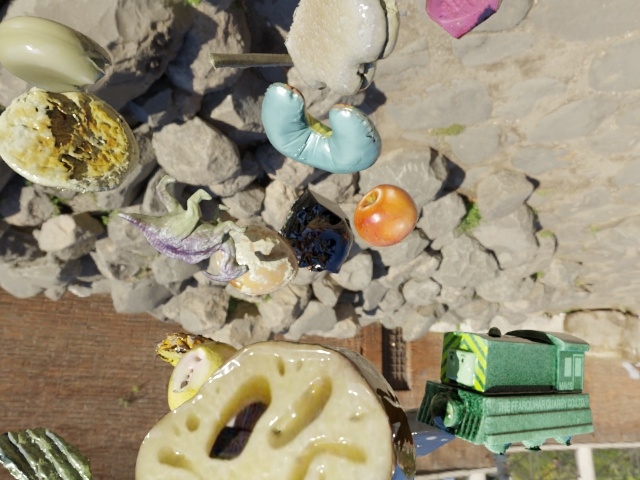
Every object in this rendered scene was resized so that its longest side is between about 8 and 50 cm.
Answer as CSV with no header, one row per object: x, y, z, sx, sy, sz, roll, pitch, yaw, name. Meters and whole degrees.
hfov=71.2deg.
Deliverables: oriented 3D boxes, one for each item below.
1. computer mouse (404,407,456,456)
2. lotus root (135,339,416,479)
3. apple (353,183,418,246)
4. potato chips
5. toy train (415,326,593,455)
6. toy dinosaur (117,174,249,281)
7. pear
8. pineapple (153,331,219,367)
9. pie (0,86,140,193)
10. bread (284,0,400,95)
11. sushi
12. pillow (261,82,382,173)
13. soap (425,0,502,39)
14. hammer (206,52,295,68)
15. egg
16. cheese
0.271,0.544,1.283,0.170,0.100,0.269,9,140,-13,computer mouse
-0.066,0.311,0.544,0.374,0.391,0.111,10,165,22,lotus root
0.160,-0.064,1.120,0.163,0.164,0.139,-12,141,41,apple
-0.439,0.352,0.710,0.207,0.092,0.028,32,149,17,potato chips
0.304,0.229,0.718,0.330,0.178,0.138,11,172,-32,toy train
-0.274,-0.024,0.978,0.294,0.162,0.077,29,172,-7,toy dinosaur
-0.210,0.287,0.871,0.177,0.178,0.178,2,164,1,pear
-0.326,0.292,1.167,0.224,0.076,0.225,8,148,5,pineapple
-0.656,-0.265,1.184,0.338,0.340,0.077,11,153,-26,pie
0.048,-0.367,0.773,0.101,0.183,0.337,-29,175,-23,bread
0.001,-0.001,1.494,0.215,0.212,0.227,23,113,-42,sushi
0.003,-0.199,0.837,0.233,0.086,0.214,21,165,7,pillow
0.427,-0.731,1.273,0.220,0.127,0.325,32,173,-13,soap
-0.117,-0.394,0.976,0.297,0.125,0.027,-23,-167,-41,hammer
-0.173,0.055,1.223,0.233,0.195,0.195,24,164,3,egg
-0.493,-0.340,0.836,0.202,0.091,0.175,9,173,21,cheese
